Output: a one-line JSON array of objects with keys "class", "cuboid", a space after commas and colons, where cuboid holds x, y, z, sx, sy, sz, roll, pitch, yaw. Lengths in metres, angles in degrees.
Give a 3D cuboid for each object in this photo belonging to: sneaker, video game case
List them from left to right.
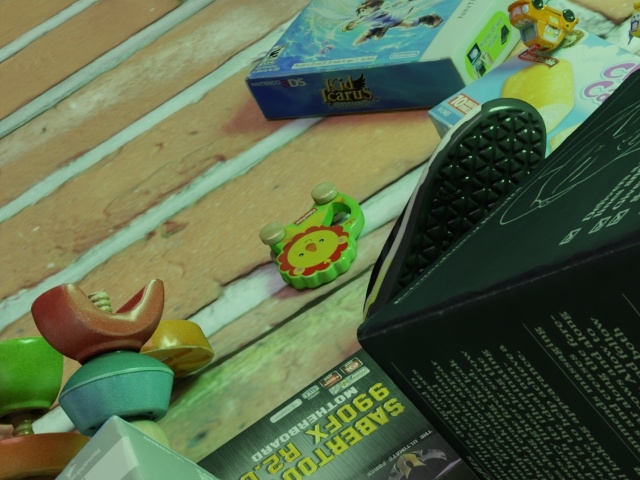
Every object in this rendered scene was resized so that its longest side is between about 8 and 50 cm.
[{"class": "video game case", "cuboid": [0.091, -0.226, 1.763, 0.269, 0.061, 0.244, -1, 39, 41]}, {"class": "sneaker", "cuboid": [0.088, -0.015, 1.338, 0.234, 0.084, 0.097, -60, 19, 15]}]

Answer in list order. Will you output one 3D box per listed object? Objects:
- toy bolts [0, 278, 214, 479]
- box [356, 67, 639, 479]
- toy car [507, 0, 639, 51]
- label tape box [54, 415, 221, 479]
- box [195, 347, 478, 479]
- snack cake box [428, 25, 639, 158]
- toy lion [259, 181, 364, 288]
[{"class": "toy bolts", "cuboid": [-0.158, 0.140, 1.353, 0.218, 0.158, 0.228, -4, -20, -27]}, {"class": "box", "cuboid": [0.246, 0.014, 0.966, 0.293, 0.212, 0.395, -42, 6, -21]}, {"class": "toy car", "cuboid": [0.210, -0.179, 1.420, 0.122, 0.060, 0.040, -3, 69, 48]}, {"class": "label tape box", "cuboid": [-0.130, 0.300, 1.031, 0.249, 0.115, 0.347, -48, 29, 7]}, {"class": "box", "cuboid": [-0.012, 0.191, 1.219, 0.231, 0.056, 0.183, -34, 30, -8]}, {"class": "snack cake box", "cuboid": [0.219, -0.073, 1.391, 0.152, 0.089, 0.264, -35, 30, -8]}, {"class": "toy lion", "cuboid": [0.000, 0.000, 1.530, 0.100, 0.034, 0.096, -39, 38, -17]}]
